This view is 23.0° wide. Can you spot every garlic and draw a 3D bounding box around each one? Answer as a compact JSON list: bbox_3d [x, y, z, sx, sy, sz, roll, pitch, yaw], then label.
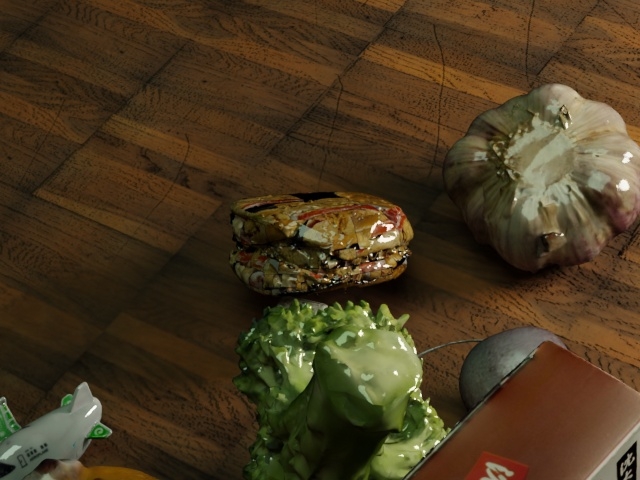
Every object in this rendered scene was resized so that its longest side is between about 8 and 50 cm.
[{"bbox_3d":[0.273,-0.069,1.907,0.244,0.160,0.245,-5,66,12],"label":"garlic"}]

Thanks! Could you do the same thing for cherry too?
[{"bbox_3d":[0.190,0.173,1.727,0.188,0.115,0.148,-19,84,3],"label":"cherry"}]

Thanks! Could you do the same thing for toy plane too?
[{"bbox_3d":[-0.317,0.235,1.776,0.174,0.080,0.174,-6,48,7],"label":"toy plane"}]

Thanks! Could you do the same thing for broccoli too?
[{"bbox_3d":[0.018,0.171,1.560,0.274,0.397,0.353,-28,40,-18],"label":"broccoli"}]

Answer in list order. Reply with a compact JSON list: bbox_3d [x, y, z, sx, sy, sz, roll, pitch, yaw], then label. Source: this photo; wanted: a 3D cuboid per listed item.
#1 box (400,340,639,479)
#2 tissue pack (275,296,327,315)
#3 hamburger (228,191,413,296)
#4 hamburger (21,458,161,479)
[{"bbox_3d":[0.142,0.336,1.372,0.122,0.385,0.344,31,59,32],"label":"box"},{"bbox_3d":[-0.017,0.107,1.835,0.062,0.083,0.042,14,52,23],"label":"tissue pack"},{"bbox_3d":[0.000,0.000,1.874,0.230,0.107,0.231,-3,8,0],"label":"hamburger"},{"bbox_3d":[-0.217,0.343,1.546,0.276,0.237,0.276,-4,45,4],"label":"hamburger"}]
